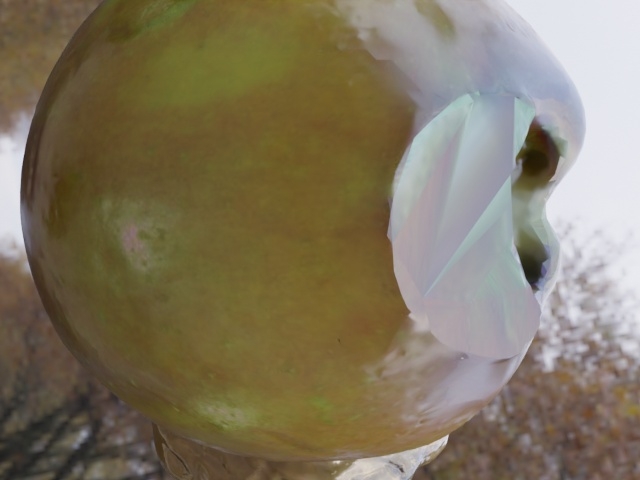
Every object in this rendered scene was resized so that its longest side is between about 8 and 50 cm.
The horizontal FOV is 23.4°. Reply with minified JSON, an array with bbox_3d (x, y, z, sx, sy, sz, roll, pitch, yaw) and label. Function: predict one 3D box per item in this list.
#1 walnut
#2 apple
[{"bbox_3d":[-0.025,0.133,1.280,0.224,0.257,0.257,-61,-160,-4],"label":"walnut"},{"bbox_3d":[0.007,-0.032,1.007,0.374,0.384,0.374,8,-78,44],"label":"apple"}]
